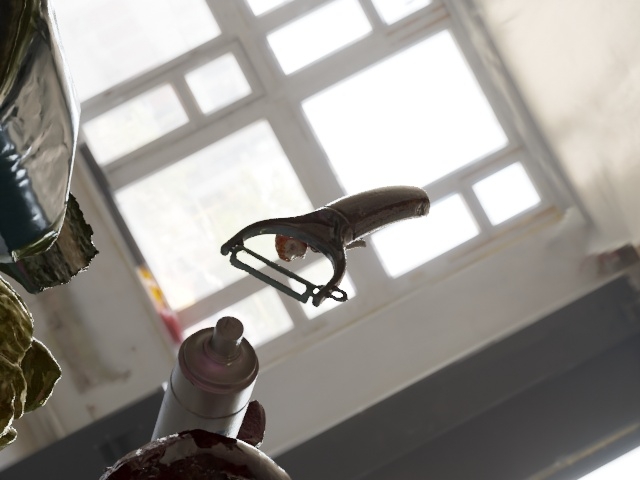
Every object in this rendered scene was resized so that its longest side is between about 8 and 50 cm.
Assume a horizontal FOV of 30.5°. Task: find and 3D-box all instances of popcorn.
[{"bbox_3d":[-0.431,0.136,1.220,0.225,0.276,0.276,48,9,-45],"label":"popcorn"}]

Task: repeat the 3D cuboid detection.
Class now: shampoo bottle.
[{"bbox_3d":[-0.131,0.190,1.282,0.092,0.092,0.303,61,-33,34],"label":"shampoo bottle"}]

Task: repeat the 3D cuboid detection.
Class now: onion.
[{"bbox_3d":[-0.121,0.309,1.133,0.246,0.246,0.190,62,-17,6],"label":"onion"}]

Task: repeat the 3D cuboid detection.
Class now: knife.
[{"bbox_3d":[0.040,-0.012,1.096,0.123,0.278,0.053,32,-59,23],"label":"knife"}]

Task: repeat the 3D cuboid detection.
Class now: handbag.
[{"bbox_3d":[-0.317,-0.116,0.873,0.241,0.263,0.222,99,-3,-63],"label":"handbag"}]

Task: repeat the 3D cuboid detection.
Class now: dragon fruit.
[{"bbox_3d":[-0.142,0.318,1.823,0.096,0.147,0.102,59,-43,19],"label":"dragon fruit"}]

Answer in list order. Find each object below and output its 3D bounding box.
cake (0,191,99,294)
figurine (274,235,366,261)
[{"bbox_3d":[-0.375,-0.060,1.217,0.283,0.172,0.158,62,29,-10],"label":"cake"},{"bbox_3d":[0.000,0.000,1.367,0.064,0.109,0.047,67,26,-46],"label":"figurine"}]
